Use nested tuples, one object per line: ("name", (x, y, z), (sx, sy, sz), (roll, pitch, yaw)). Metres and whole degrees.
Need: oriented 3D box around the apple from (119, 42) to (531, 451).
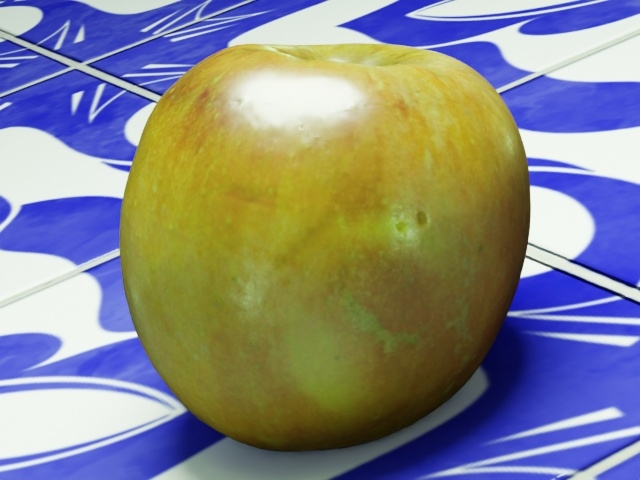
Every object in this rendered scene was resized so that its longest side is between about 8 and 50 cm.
("apple", (0.000, 0.000, 0.961), (0.237, 0.207, 0.237), (4, 15, -1))
